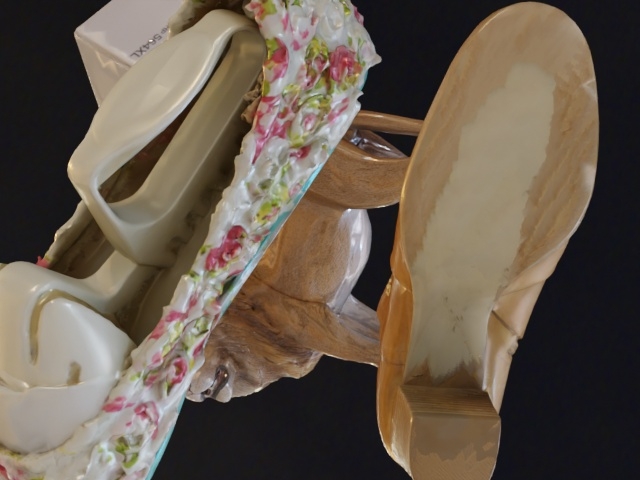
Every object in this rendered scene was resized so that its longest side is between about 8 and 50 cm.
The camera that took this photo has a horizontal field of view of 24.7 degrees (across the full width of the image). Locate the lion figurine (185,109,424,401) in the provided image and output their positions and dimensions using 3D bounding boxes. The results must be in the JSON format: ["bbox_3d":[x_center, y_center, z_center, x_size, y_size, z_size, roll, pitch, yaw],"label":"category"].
[{"bbox_3d":[0.000,0.000,1.334,0.240,0.142,0.392,26,-66,4],"label":"lion figurine"}]

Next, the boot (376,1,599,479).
[{"bbox_3d":[0.082,-0.001,0.891,0.104,0.211,0.295,9,-80,-5],"label":"boot"}]

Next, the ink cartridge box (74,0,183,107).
[{"bbox_3d":[-0.094,-0.122,1.154,0.086,0.148,0.203,33,-26,27],"label":"ink cartridge box"}]

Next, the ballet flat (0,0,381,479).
[{"bbox_3d":[-0.069,0.004,0.497,0.091,0.241,0.077,25,-6,36],"label":"ballet flat"}]
